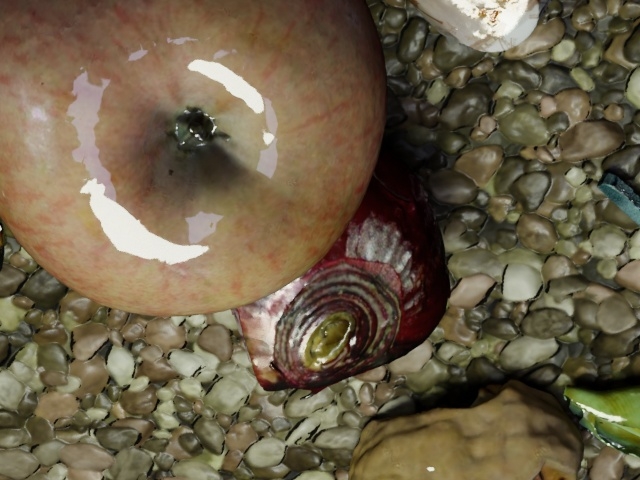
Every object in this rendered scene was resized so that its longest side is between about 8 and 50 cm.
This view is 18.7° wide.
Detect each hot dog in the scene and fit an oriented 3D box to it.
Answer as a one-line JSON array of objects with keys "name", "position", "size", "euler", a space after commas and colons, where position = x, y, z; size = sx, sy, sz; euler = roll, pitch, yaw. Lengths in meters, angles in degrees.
[{"name": "hot dog", "position": [0.095, -0.258, 1.635], "size": [0.253, 0.069, 0.131], "euler": [40, 121, -18]}]

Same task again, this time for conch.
[{"name": "conch", "position": [0.339, 0.178, 1.882], "size": [0.201, 0.079, 0.095], "euler": [4, 134, 16]}]

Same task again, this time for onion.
[{"name": "onion", "position": [0.005, -0.002, 1.698], "size": [0.207, 0.216, 0.206], "euler": [-16, 118, -10]}]

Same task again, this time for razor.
[{"name": "razor", "position": [0.325, 0.002, 1.806], "size": [0.190, 0.033, 0.066], "euler": [39, 67, -18]}]

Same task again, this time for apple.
[{"name": "apple", "position": [-0.108, -0.100, 1.408], "size": [0.345, 0.269, 0.344], "euler": [2, 116, 3]}]

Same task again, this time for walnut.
[{"name": "walnut", "position": [0.131, 0.248, 1.882], "size": [0.204, 0.141, 0.238], "euler": [24, 114, -9]}]

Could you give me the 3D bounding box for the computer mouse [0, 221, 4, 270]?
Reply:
[{"name": "computer mouse", "position": [-0.362, -0.003, 1.762], "size": [0.147, 0.077, 0.241], "euler": [-1, 120, -3]}]
